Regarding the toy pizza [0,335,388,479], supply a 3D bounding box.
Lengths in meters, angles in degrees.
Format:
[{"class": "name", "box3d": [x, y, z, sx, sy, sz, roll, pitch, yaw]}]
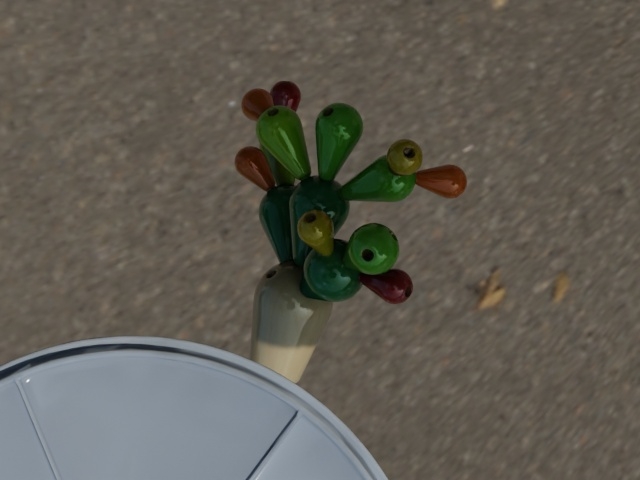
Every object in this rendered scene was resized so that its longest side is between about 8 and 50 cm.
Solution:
[{"class": "toy pizza", "box3d": [-0.063, 0.133, 0.517, 0.201, 0.032, 0.201, 0, 85, -3]}]

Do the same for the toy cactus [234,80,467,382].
[{"class": "toy cactus", "box3d": [0.000, 0.000, 0.964, 0.219, 0.112, 0.181, 40, 120, 53]}]
